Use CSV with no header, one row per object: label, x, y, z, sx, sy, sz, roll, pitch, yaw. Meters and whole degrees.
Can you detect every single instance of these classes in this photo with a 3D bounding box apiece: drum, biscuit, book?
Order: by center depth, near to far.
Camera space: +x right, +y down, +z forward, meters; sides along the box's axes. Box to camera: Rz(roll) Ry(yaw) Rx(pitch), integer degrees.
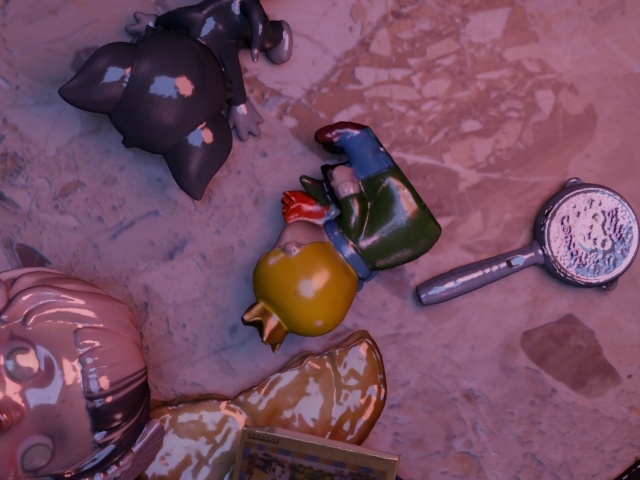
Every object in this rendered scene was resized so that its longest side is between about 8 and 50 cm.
book,-0.015,0.292,1.396,0.168,0.013,0.192,12,113,4
biscuit,-0.062,0.212,1.439,0.299,0.045,0.154,-17,91,-5
drum,0.228,-0.001,1.457,0.253,0.049,0.130,-4,89,-3

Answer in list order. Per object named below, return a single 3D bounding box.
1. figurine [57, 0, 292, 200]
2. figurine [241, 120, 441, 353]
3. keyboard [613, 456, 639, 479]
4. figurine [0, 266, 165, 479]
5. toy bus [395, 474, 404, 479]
figurine,-0.115,-0.186,1.406,0.265,0.140,0.193,-39,108,11
figurine,-0.005,-0.004,1.415,0.234,0.127,0.185,-36,86,7
keyboard,0.428,0.242,1.478,0.250,0.017,0.087,-36,92,-3
figurine,-0.345,0.144,1.291,0.361,0.211,0.253,-11,118,-21
toy bus,0.080,0.287,1.426,0.153,0.051,0.061,37,94,-16
